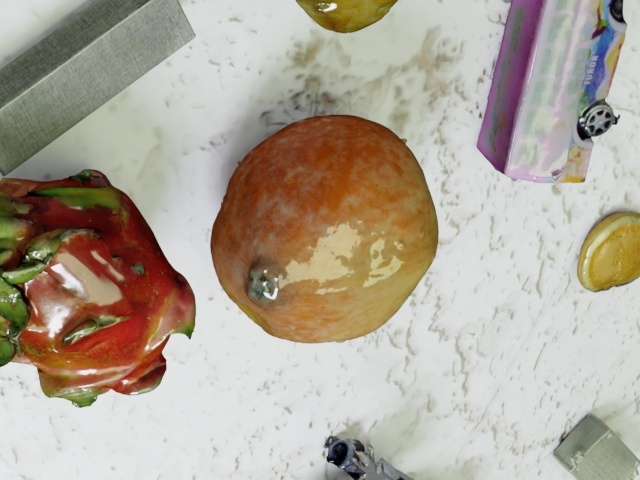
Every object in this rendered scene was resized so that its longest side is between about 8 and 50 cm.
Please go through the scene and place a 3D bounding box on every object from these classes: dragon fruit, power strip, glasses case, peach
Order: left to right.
[{"bbox_3d":[-0.230,0.047,1.483,0.269,0.198,0.200,-11,106,-53],"label":"dragon fruit"},{"bbox_3d":[-0.206,-0.145,1.474,0.205,0.047,0.071,-38,142,-10],"label":"glasses case"},{"bbox_3d":[0.000,0.000,1.608,0.232,0.232,0.232,-19,129,-26],"label":"peach"},{"bbox_3d":[0.351,0.279,2.178,0.075,0.042,0.175,-46,137,-1],"label":"power strip"}]

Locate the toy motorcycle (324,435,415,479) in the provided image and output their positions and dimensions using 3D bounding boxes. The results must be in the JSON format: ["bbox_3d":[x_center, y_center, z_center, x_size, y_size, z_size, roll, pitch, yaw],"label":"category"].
[{"bbox_3d":[0.065,0.319,1.931,0.207,0.134,0.401,-38,136,-10],"label":"toy motorcycle"}]

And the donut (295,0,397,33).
[{"bbox_3d":[0.012,-0.309,1.466,0.208,0.128,0.261,-42,135,-7],"label":"donut"}]

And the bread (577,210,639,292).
[{"bbox_3d":[0.336,0.014,1.999,0.110,0.024,0.110,-19,128,-26],"label":"bread"}]

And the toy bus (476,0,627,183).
[{"bbox_3d":[0.242,-0.191,1.746,0.112,0.090,0.274,-3,119,-25],"label":"toy bus"}]
